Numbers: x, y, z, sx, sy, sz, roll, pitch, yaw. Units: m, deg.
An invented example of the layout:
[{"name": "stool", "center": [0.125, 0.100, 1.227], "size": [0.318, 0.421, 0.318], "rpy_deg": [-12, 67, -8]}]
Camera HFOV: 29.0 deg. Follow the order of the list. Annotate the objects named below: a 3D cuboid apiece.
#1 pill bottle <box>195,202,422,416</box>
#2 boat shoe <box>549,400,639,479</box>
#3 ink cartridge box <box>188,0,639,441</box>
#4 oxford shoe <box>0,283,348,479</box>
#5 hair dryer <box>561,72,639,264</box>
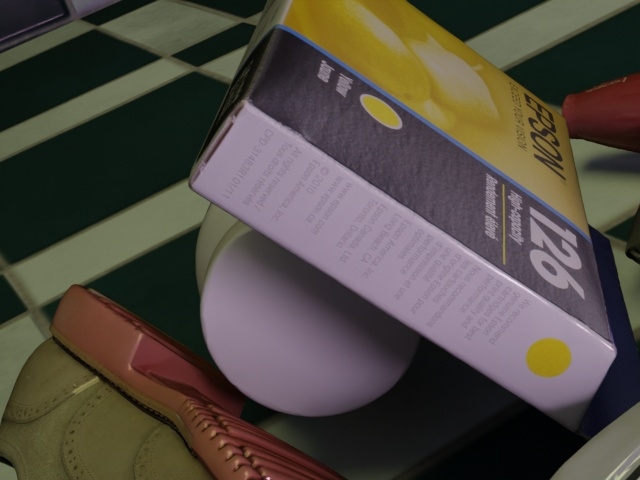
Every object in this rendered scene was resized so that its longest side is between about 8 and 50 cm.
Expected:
[{"name": "pill bottle", "center": [0.000, 0.000, 0.840], "size": [0.162, 0.162, 0.278], "rpy_deg": [-16, 17, 8]}, {"name": "boat shoe", "center": [0.247, 0.087, 0.595], "size": [0.335, 0.121, 0.119], "rpy_deg": [-41, 38, -18]}, {"name": "ink cartridge box", "center": [0.089, -0.034, 0.732], "size": [0.072, 0.307, 0.303], "rpy_deg": [-53, 12, 25]}, {"name": "oxford shoe", "center": [-0.071, 0.162, 0.685], "size": [0.146, 0.140, 0.397], "rpy_deg": [-55, 35, -3]}, {"name": "hair dryer", "center": [0.272, -0.074, 0.898], "size": [0.224, 0.080, 0.293], "rpy_deg": [-17, 21, -15]}]
